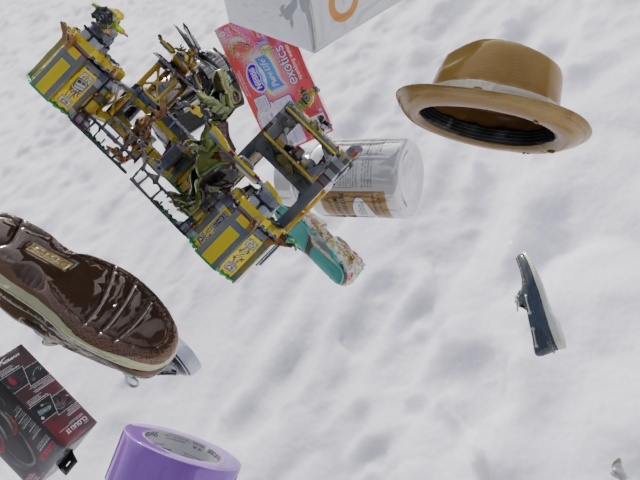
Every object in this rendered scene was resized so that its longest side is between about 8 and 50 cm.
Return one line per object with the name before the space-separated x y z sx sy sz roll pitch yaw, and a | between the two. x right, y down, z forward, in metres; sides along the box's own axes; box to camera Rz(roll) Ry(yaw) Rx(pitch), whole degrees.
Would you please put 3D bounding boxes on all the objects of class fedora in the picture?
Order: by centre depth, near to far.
fedora | 0.174 -0.146 0.676 0.194 0.194 0.079 12 84 40

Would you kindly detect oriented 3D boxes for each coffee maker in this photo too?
coffee maker | -0.252 -0.270 1.346 0.178 0.171 0.120 -33 67 -19

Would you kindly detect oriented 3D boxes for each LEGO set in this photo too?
LEGO set | -0.101 -0.124 0.693 0.192 0.255 0.331 -46 77 3

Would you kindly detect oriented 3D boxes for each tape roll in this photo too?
tape roll | -0.221 0.348 1.030 0.189 0.189 0.080 13 80 41

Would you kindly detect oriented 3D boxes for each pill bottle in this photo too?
pill bottle | 0.045 -0.104 1.132 0.230 0.131 0.131 3 52 27

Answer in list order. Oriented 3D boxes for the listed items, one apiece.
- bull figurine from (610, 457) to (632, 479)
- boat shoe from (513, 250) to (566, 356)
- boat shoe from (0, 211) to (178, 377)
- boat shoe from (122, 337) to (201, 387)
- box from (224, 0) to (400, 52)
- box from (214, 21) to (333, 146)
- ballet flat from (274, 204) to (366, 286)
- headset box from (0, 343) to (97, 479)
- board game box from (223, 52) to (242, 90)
bull figurine | 0.499 0.469 1.065 0.310 0.101 0.188 -35 48 -20
boat shoe | 0.504 0.149 1.615 0.079 0.095 0.254 -24 68 22
boat shoe | -0.253 0.067 0.692 0.258 0.095 0.095 32 40 17
boat shoe | -0.354 0.224 1.334 0.306 0.113 0.105 12 45 42
box | 0.043 -0.417 0.836 0.168 0.214 0.345 30 56 36
box | -0.097 -0.358 1.512 0.154 0.299 0.142 -23 17 7
ballet flat | 0.000 0.000 1.405 0.077 0.091 0.241 -25 62 -35
headset box | -0.677 0.425 1.595 0.218 0.293 0.110 -47 -4 31
board game box | -0.243 -0.393 1.689 0.092 0.043 0.181 44 79 8
